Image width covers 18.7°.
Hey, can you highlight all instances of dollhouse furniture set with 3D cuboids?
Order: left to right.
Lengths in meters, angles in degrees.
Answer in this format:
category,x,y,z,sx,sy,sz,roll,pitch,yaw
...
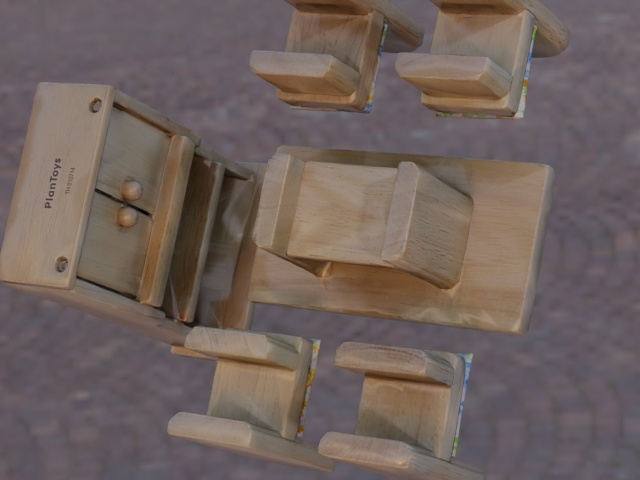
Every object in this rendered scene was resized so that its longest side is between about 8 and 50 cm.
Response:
category,x,y,z,sx,sy,sz,roll,pitch,yaw
dollhouse furniture set,0.000,0.000,0.908,0.242,0.212,0.161,5,-11,31
